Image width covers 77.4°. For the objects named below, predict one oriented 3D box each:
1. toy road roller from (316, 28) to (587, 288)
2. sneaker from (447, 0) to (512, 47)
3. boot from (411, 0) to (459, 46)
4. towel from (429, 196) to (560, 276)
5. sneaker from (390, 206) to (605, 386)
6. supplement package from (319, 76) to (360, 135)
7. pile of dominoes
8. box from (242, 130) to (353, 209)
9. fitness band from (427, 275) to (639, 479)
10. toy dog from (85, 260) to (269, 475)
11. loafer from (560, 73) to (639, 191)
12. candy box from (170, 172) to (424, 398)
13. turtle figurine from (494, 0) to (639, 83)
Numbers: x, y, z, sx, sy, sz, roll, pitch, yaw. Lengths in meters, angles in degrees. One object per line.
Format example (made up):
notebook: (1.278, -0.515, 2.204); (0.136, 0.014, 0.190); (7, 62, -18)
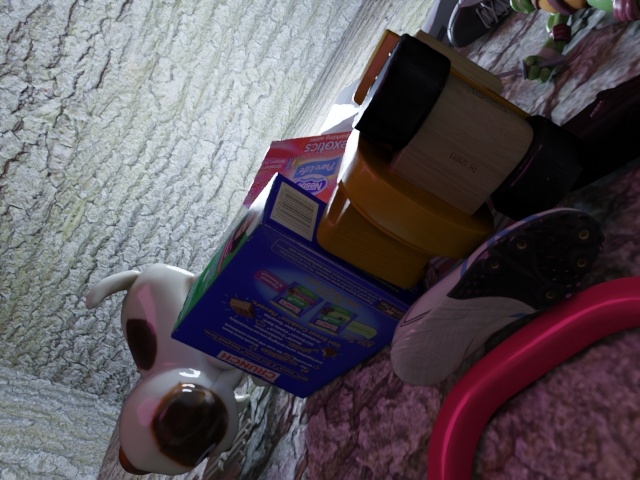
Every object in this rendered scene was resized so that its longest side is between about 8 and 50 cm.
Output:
toy road roller: (0.112, -0.098, 0.490); (0.240, 0.203, 0.329); (-58, 9, 32)
sneaker: (0.332, -0.440, 0.715); (0.228, 0.086, 0.132); (-46, 27, 32)
boot: (0.256, -0.490, 0.935); (0.258, 0.095, 0.123); (-60, 27, 4)
towel: (0.198, -0.006, 0.502); (0.144, 0.029, 0.197); (-62, 17, 16)
sneaker: (0.154, 0.053, 0.392); (0.237, 0.085, 0.086); (-50, 3, 29)
supplement package: (0.125, -0.292, 0.926); (0.133, 0.139, 0.244); (-65, 22, -9)
pile of dominoes: (-0.194, 0.469, 0.729); (0.196, 0.040, 0.251); (-47, 9, 6)
box: (0.030, -0.088, 0.710); (0.300, 0.142, 0.154); (5, 65, 38)
fitness band: (0.200, 0.154, 0.298); (0.291, 0.054, 0.209); (-49, 21, 26)
toy dog: (-0.269, 0.244, 0.813); (0.285, 0.395, 0.407); (-36, 43, 22)
loafer: (0.300, -0.128, 0.381); (0.220, 0.080, 0.078); (-32, 35, 52)
candy box: (-0.045, 0.096, 0.628); (0.317, 0.268, 0.122); (-46, 22, 35)
turtle figurine: (0.283, -0.297, 0.490); (0.266, 0.275, 0.197); (-136, 42, -64)
